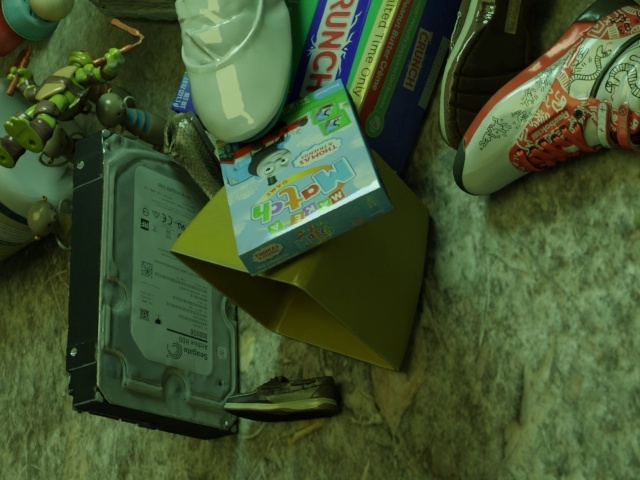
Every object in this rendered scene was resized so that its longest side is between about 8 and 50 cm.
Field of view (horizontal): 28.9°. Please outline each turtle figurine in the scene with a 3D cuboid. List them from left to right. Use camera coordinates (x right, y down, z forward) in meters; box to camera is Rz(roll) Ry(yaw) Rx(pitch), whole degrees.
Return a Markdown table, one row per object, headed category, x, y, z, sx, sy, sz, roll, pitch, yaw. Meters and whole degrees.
| category | x | y | z | sx | sy | sz | roll | pitch | yaw |
| --- | --- | --- | --- | --- | --- | --- | --- | --- | --- |
| turtle figurine | -0.360 | -0.188 | 1.650 | 0.269 | 0.087 | 0.217 | -4 | 40 | 35 |

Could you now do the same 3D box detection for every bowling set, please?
| category | x | y | z | sx | sy | sz | roll | pitch | yaw |
| --- | --- | --- | --- | --- | --- | --- | --- | --- | --- |
| bowling set | -0.280 | -0.132 | 1.708 | 0.200 | 0.154 | 0.287 | -16 | 65 | 36 |

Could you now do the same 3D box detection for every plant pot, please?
| category | x | y | z | sx | sy | sz | roll | pitch | yaw |
| --- | --- | --- | --- | --- | --- | --- | --- | --- | --- |
| plant pot | 0.000 | 0.000 | 1.401 | 0.212 | 0.212 | 0.187 | 13 | 69 | 42 |

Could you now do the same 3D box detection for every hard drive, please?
| category | x | y | z | sx | sy | sz | roll | pitch | yaw |
| --- | --- | --- | --- | --- | --- | --- | --- | --- | --- |
| hard drive | -0.198 | 0.057 | 1.514 | 0.064 | 0.237 | 0.339 | -18 | 63 | 35 |

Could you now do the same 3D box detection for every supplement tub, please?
| category | x | y | z | sx | sy | sz | roll | pitch | yaw |
| --- | --- | --- | --- | --- | --- | --- | --- | --- | --- |
| supplement tub | -0.516 | -0.075 | 1.837 | 0.316 | 0.228 | 0.228 | -28 | 58 | 30 |

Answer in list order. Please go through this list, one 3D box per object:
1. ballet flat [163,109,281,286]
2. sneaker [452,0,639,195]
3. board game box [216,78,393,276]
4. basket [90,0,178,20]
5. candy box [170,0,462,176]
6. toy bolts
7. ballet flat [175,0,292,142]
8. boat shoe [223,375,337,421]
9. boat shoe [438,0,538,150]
| category | x | y | z | sx | sy | sz | roll | pitch | yaw |
| --- | --- | --- | --- | --- | --- | --- | --- | --- | --- |
| ballet flat | -0.123 | -0.044 | 1.534 | 0.058 | 0.084 | 0.250 | -30 | 90 | -6 |
| sneaker | 0.262 | -0.120 | 1.287 | 0.270 | 0.090 | 0.145 | -47 | 48 | 14 |
| board game box | -0.023 | -0.071 | 1.311 | 0.160 | 0.039 | 0.211 | -26 | 39 | 8 |
| basket | -0.238 | -0.506 | 1.738 | 0.331 | 0.266 | 0.328 | 11 | 81 | 40 |
| candy box | -0.005 | -0.237 | 1.535 | 0.317 | 0.122 | 0.268 | 16 | 83 | 41 |
| toy bolts | -0.440 | -0.338 | 1.629 | 0.158 | 0.228 | 0.218 | -11 | 45 | 45 |
| ballet flat | -0.107 | -0.289 | 1.427 | 0.139 | 0.139 | 0.400 | -25 | 45 | 32 |
| boat shoe | -0.045 | 0.185 | 1.465 | 0.152 | 0.056 | 0.049 | -5 | 66 | 29 |
| boat shoe | 0.189 | -0.219 | 1.403 | 0.095 | 0.095 | 0.257 | -179 | 108 | -77 |
